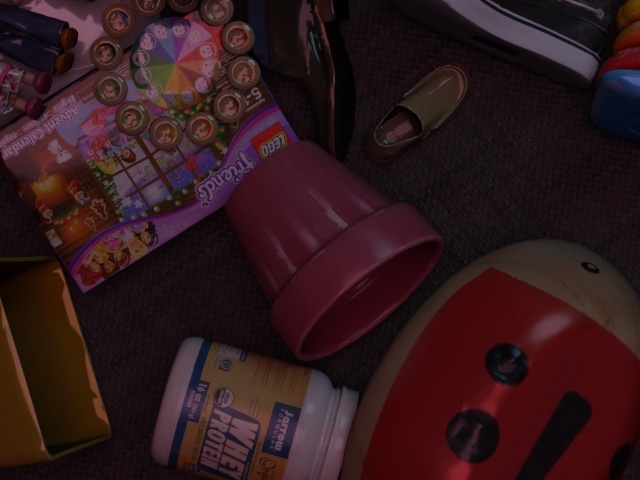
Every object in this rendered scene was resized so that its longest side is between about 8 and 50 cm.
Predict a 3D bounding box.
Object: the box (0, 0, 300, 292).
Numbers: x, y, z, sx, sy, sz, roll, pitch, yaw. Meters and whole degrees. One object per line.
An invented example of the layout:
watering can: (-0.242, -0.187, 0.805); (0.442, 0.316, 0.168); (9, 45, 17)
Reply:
box: (-0.191, -0.105, 1.920); (0.293, 0.057, 0.201); (-33, 102, -3)

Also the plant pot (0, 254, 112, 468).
plant pot: (-0.365, 0.146, 1.859); (0.187, 0.212, 0.212); (-19, 87, 11)

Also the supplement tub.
supplement tub: (-0.070, 0.194, 1.881); (0.200, 0.144, 0.144); (15, 86, 0)

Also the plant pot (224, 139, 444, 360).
plant pot: (0.000, 0.000, 1.882); (0.201, 0.201, 0.180); (-40, 72, -3)

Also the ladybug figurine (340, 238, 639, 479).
ladybug figurine: (0.200, 0.203, 1.833); (0.305, 0.162, 0.449); (37, 78, -22)

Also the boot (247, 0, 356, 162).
boot: (-0.022, -0.192, 1.953); (0.106, 0.082, 0.219); (-3, 89, 19)

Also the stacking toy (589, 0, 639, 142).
stacking toy: (0.391, -0.267, 1.928); (0.175, 0.166, 0.302); (4, 75, 4)

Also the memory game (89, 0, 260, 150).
memory game: (-0.156, -0.188, 1.877); (0.186, 0.012, 0.186); (-1, 96, -7)

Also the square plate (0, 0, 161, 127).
square plate: (-0.365, -0.298, 1.954); (0.347, 0.049, 0.344); (-12, 87, -2)

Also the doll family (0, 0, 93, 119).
doll family: (-0.331, -0.256, 1.877); (0.163, 0.118, 0.263); (23, 100, 11)

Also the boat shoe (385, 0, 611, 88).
boat shoe: (0.184, -0.273, 1.911); (0.306, 0.113, 0.105); (22, 82, -13)

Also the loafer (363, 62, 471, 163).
loafer: (0.111, -0.141, 1.952); (0.148, 0.050, 0.056); (-45, 88, -3)
